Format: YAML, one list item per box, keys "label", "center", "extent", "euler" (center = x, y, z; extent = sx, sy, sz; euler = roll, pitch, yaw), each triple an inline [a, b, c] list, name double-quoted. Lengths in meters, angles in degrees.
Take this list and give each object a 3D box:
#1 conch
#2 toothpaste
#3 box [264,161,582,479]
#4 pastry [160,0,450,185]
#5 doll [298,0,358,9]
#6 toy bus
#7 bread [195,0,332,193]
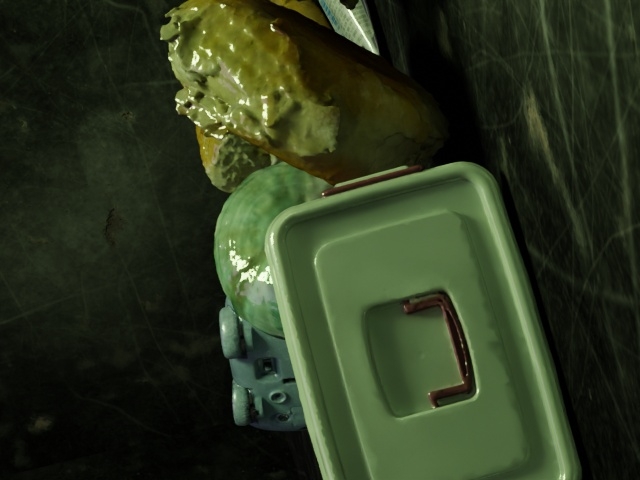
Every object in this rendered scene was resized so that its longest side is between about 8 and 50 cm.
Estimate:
- label: "conch"
  center: [0.000, 0.000, 1.608]
  extent: [0.195, 0.220, 0.277]
  euler: [43, 175, -1]
- label: "toothpaste"
  center: [0.006, -0.294, 1.665]
  extent: [0.114, 0.073, 0.299]
  euler: [113, 136, -77]
- label: "box"
  center: [0.081, 0.100, 1.290]
  extent: [0.167, 0.193, 0.294]
  euler: [69, -174, -78]
- label: "pastry"
  center: [-0.016, -0.123, 1.393]
  extent: [0.257, 0.120, 0.236]
  euler: [34, -168, 21]
- label: "doll"
  center: [-0.018, -0.292, 1.373]
  extent: [0.256, 0.152, 0.196]
  euler: [-80, 0, -87]
- label: "toy bus"
  center: [-0.035, 0.114, 2.269]
  extent: [0.231, 0.197, 0.294]
  euler: [-96, -2, -48]
- label: "bread"
  center: [-0.056, -0.176, 1.906]
  extent: [0.246, 0.176, 0.195]
  euler: [-106, 19, -46]
